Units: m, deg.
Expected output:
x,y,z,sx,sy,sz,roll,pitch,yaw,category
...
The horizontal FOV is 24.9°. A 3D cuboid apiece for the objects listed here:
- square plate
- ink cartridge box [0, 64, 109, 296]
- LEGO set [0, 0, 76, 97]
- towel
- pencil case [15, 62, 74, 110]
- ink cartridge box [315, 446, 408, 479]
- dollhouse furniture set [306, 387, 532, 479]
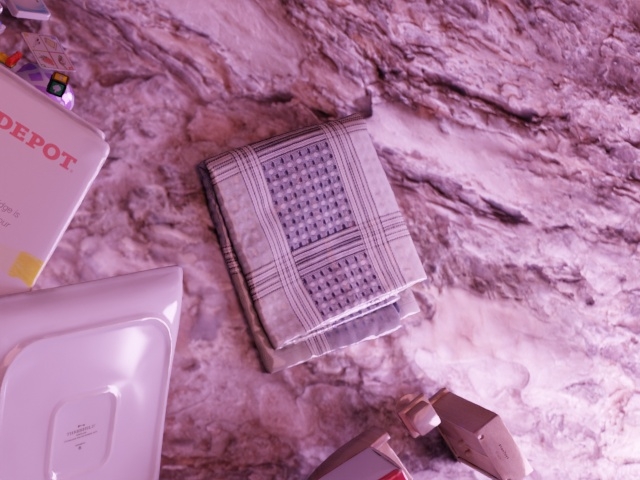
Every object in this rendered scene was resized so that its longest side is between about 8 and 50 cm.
x,y,z,sx,sy,sz,roll,pitch,yaw,category
-0.284,0.215,1.653,0.347,0.049,0.344,-10,113,-52,square plate
-0.451,-0.016,1.579,0.279,0.160,0.384,34,77,-26,ink cartridge box
-0.386,-0.264,1.743,0.183,0.060,0.244,2,41,-38,LEGO set
0.000,0.000,2.064,0.312,0.056,0.324,-20,92,-40,towel
-0.384,-0.126,1.775,0.206,0.086,0.088,-55,147,-31,pencil case
0.061,0.461,1.889,0.226,0.131,0.306,-32,104,-14,ink cartridge box
0.114,0.388,2.062,0.356,0.174,0.303,-37,107,-12,dollhouse furniture set
